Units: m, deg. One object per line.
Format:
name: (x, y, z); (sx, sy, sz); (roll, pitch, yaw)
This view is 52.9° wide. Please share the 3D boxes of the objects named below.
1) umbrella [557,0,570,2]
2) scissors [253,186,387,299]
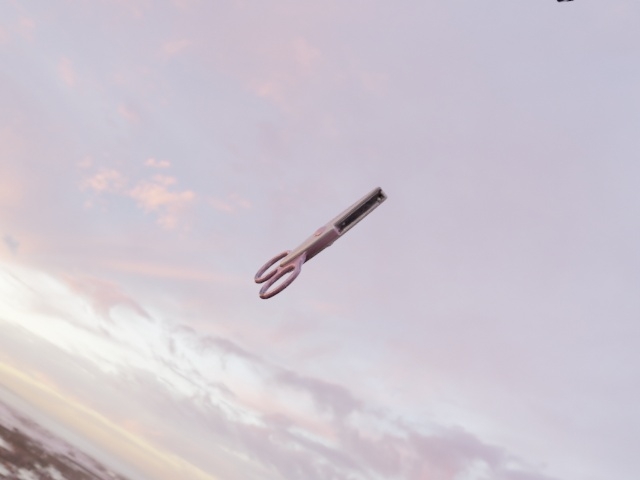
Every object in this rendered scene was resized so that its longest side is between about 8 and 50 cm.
umbrella: (0.265, -0.398, 0.758); (0.066, 0.059, 0.235); (-28, -101, 43)
scissors: (0.000, 0.000, 0.703); (0.022, 0.176, 0.085); (52, 2, -20)
